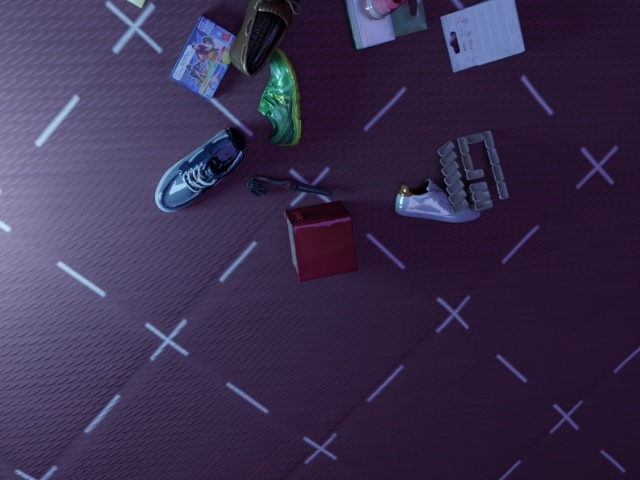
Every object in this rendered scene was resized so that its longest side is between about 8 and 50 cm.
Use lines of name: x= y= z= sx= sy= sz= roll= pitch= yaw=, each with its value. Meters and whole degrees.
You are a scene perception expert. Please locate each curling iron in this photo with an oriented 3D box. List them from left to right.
curling iron: x=-0.097 y=-0.163 z=1.994 sx=0.273 sy=0.035 sz=0.068 roll=3 pitch=112 yaw=-10

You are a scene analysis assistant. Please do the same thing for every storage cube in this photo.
storage cube: x=0.000 y=0.000 z=1.988 sx=0.193 sy=0.184 sz=0.215 roll=-11 pitch=110 yaw=-8

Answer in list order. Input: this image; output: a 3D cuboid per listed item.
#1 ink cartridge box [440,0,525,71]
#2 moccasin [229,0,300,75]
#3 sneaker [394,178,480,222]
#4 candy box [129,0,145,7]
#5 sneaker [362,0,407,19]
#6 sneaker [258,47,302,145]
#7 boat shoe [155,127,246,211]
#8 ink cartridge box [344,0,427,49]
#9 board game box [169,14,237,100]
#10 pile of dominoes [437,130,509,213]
ink cartridge box: x=0.500 y=-0.641 z=1.936 sx=0.224 sy=0.056 sz=0.181 roll=-14 pitch=112 yaw=15
moccasin: x=-0.131 y=-0.635 z=1.724 sx=0.139 sy=0.147 sz=0.380 roll=24 pitch=107 yaw=-38
sneaker: x=0.394 y=-0.132 z=2.051 sx=0.289 sy=0.106 sz=0.123 roll=4 pitch=110 yaw=-10
candy box: x=-0.570 y=-0.779 z=1.636 sx=0.316 sy=0.088 sz=0.183 roll=27 pitch=130 yaw=-17
sneaker: x=0.260 y=-0.745 z=1.770 sx=0.116 sy=0.136 sz=0.314 roll=45 pitch=77 yaw=-30
sneaker: x=-0.126 y=-0.422 z=1.859 sx=0.123 sy=0.109 sz=0.296 roll=-11 pitch=111 yaw=-10
boat shoe: x=-0.363 y=-0.199 z=1.868 sx=0.340 sy=0.158 sz=0.127 roll=-43 pitch=110 yaw=6
ink cartridge box: x=0.198 y=-0.680 z=1.857 sx=0.234 sy=0.056 sz=0.171 roll=-16 pitch=110 yaw=-2
board game box: x=-0.334 y=-0.530 z=1.825 sx=0.136 sy=0.035 sz=0.201 roll=28 pitch=102 yaw=-18
pile of dominoes: x=0.490 y=-0.217 z=2.043 sx=0.195 sy=0.040 sz=0.252 roll=-12 pitch=81 yaw=-4
